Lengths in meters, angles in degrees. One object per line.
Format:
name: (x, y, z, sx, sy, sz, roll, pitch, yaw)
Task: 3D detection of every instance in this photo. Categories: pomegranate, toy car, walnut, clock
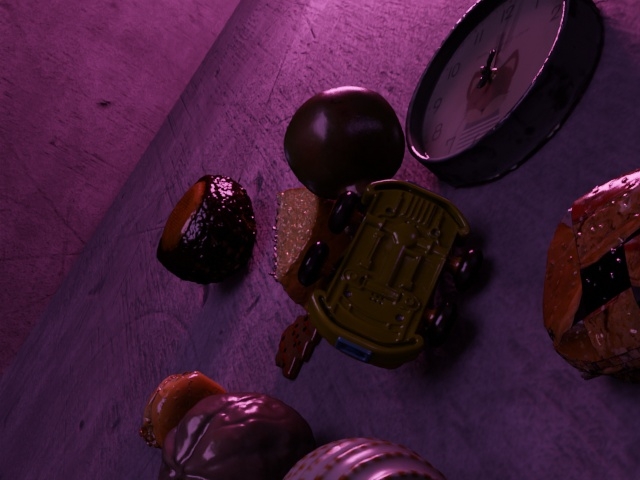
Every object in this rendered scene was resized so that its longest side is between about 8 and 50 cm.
pomegranate: (0.046, -0.113, 1.178, 0.181, 0.181, 0.224, -37, 60, 40)
toy car: (0.083, 0.050, 1.021, 0.248, 0.200, 0.142, -58, -9, -27)
walnut: (-0.100, 0.303, 1.044, 0.224, 0.224, 0.224, -43, 30, 32)
clock: (0.246, -0.230, 1.138, 0.325, 0.067, 0.325, -44, 29, 33)

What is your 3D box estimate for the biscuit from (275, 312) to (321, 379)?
biscuit: (-0.032, 0.157, 1.294, 0.130, 0.019, 0.119, -48, 27, 23)

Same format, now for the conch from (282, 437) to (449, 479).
conch: (0.029, 0.351, 0.752, 0.319, 0.215, 0.303, 100, -168, -61)

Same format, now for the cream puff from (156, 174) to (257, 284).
cream puff: (-0.228, -0.017, 1.678, 0.239, 0.164, 0.239, -43, 29, 31)

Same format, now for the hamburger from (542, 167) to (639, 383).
hamburger: (0.297, 0.022, 0.729, 0.231, 0.106, 0.231, -48, 29, 39)

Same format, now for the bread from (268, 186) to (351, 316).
bread: (0.006, -0.009, 1.276, 0.134, 0.129, 0.260, -41, 31, 25)

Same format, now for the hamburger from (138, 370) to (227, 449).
hamburger: (-0.228, 0.298, 1.368, 0.083, 0.138, 0.147, -15, 43, 58)
